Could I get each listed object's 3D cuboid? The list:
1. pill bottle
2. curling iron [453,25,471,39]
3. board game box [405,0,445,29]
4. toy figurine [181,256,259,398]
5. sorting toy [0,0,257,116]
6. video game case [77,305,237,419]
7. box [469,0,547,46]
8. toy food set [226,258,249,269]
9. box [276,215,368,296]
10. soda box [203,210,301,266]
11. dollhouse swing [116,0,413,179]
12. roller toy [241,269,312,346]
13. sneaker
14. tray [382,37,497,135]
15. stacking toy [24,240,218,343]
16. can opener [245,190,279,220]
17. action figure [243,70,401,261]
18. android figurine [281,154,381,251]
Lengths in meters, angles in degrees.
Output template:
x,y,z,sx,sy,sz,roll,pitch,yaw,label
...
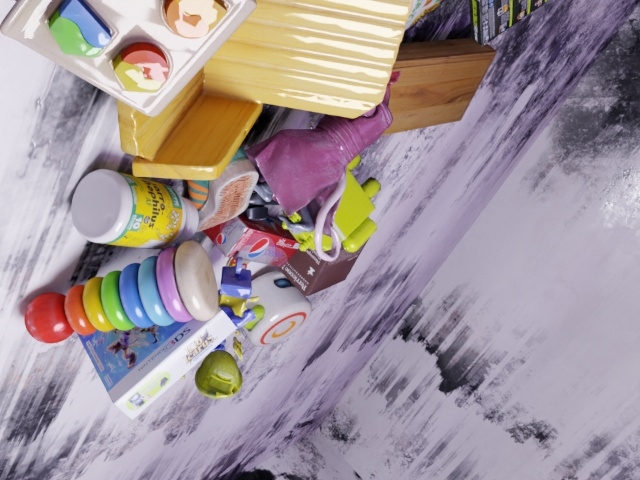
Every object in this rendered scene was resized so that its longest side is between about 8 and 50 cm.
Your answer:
x,y,z,sx,sy,sz,roll,pitch,yaw,label
-0.302,-0.045,1.081,0.118,0.117,0.208,-51,157,12,pill bottle
0.318,-0.474,1.571,0.274,0.035,0.068,-38,157,-19,curling iron
0.229,-0.518,1.189,0.193,0.053,0.305,-39,177,-16,board game box
-0.217,0.135,1.320,0.362,0.191,0.217,-106,-144,-72,toy figurine
-0.196,-0.235,0.684,0.193,0.038,0.208,-41,142,21,sorting toy
-0.321,0.169,1.223,0.244,0.269,0.061,-41,129,-13,video game case
0.398,-0.531,1.345,0.184,0.045,0.191,-37,151,-2,box
-0.194,0.050,1.562,0.083,0.020,0.083,-26,150,-41,toy food set
0.000,0.000,1.627,0.167,0.168,0.203,-20,145,-48,box
-0.148,-0.008,1.449,0.083,0.092,0.263,-48,158,11,soda box
-0.064,-0.246,0.871,0.347,0.304,0.315,106,5,-48,dollhouse swing
-0.133,0.179,1.722,0.191,0.146,0.209,-28,156,-14,roller toy
-0.197,-0.111,1.188,0.108,0.121,0.302,-22,170,-27,sneaker
0.220,-0.352,1.482,0.410,0.076,0.203,-18,145,-37,tray
-0.354,0.103,1.116,0.330,0.141,0.141,-13,157,6,stacking toy
-0.124,-0.088,1.417,0.186,0.059,0.073,-20,120,-65,can opener
0.033,-0.193,1.231,0.370,0.276,0.248,-43,155,-2,action figure
0.021,-0.086,1.456,0.273,0.248,0.056,-42,-166,-30,android figurine
